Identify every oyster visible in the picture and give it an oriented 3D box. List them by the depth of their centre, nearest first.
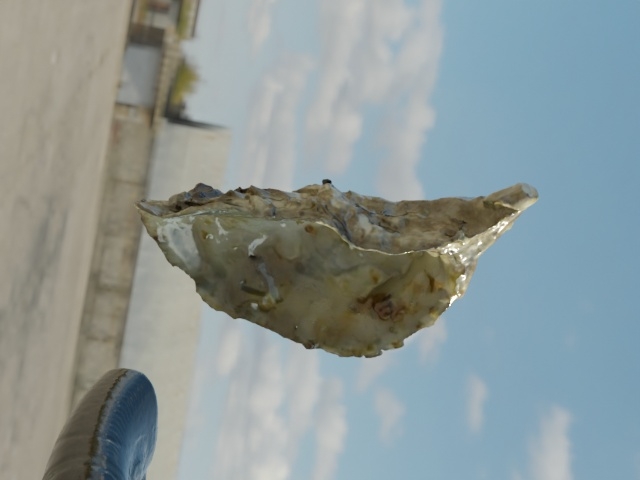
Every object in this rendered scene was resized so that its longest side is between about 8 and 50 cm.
[{"bbox_3d":[0.016,0.019,1.320,0.111,0.396,0.204,-73,160,-44],"label":"oyster"}]

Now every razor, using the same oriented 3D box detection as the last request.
[{"bbox_3d":[-0.282,0.311,1.712,0.349,0.113,0.204,-86,180,-68],"label":"razor"}]
